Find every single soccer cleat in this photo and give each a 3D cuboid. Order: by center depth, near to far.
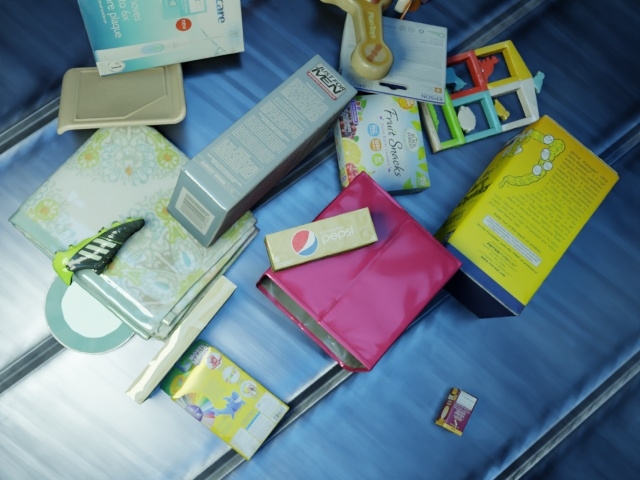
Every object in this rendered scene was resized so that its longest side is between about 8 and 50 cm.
[{"bbox_3d":[-0.390,0.017,1.331,0.179,0.060,0.072,-30,94,-13],"label":"soccer cleat"}]

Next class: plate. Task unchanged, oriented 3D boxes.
[{"bbox_3d":[-0.436,0.126,1.436,0.188,0.024,0.188,1,82,-8],"label":"plate"}]

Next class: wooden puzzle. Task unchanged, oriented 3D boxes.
[{"bbox_3d":[-0.382,-0.275,1.438,0.239,0.044,0.221,-9,42,-8],"label":"wooden puzzle"}]

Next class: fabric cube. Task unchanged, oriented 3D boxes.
[{"bbox_3d":[0.062,0.068,1.403,0.259,0.254,0.258,43,77,0],"label":"fabric cube"}]

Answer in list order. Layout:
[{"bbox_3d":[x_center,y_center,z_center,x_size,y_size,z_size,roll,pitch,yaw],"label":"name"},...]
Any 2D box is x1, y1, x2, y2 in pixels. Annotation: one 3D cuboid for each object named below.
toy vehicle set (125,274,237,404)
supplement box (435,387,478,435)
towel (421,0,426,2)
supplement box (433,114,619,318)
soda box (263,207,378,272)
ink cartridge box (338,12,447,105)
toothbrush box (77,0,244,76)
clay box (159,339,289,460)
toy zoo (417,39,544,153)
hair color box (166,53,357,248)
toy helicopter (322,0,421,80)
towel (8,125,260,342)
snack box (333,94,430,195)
[{"bbox_3d":[-0.256,0.184,1.383,0.035,0.166,0.267,39,79,-2],"label":"toy vehicle set"},{"bbox_3d":[0.274,0.344,1.496,0.043,0.055,0.083,29,78,-3],"label":"supplement box"},{"bbox_3d":[0.270,-0.627,1.643,0.197,0.029,0.144,-30,88,-11],"label":"towel"},{"bbox_3d":[0.387,-0.040,1.495,0.195,0.194,0.356,40,78,-2],"label":"supplement box"},{"bbox_3d":[0.000,0.000,1.246,0.181,0.058,0.061,-16,83,-10],"label":"soda box"},{"bbox_3d":[0.151,-0.369,1.539,0.223,0.045,0.224,10,59,-4],"label":"ink cartridge box"},{"bbox_3d":[-0.306,-0.457,1.425,0.296,0.216,0.126,-13,57,-11],"label":"toothbrush box"},{"bbox_3d":[-0.186,0.303,1.434,0.222,0.053,0.127,39,79,0],"label":"clay box"},{"bbox_3d":[0.350,-0.319,1.611,0.293,0.030,0.192,-18,85,-10],"label":"toy zoo"},{"bbox_3d":[-0.109,-0.169,1.393,0.113,0.185,0.374,44,61,1],"label":"hair color box"},{"bbox_3d":[0.109,-0.470,1.507,0.235,0.140,0.355,6,62,-18],"label":"toy helicopter"},{"bbox_3d":[-0.345,-0.030,1.428,0.374,0.090,0.320,41,69,-2],"label":"towel"},{"bbox_3d":[0.123,-0.196,1.540,0.175,0.070,0.207,-6,84,-11],"label":"snack box"}]
